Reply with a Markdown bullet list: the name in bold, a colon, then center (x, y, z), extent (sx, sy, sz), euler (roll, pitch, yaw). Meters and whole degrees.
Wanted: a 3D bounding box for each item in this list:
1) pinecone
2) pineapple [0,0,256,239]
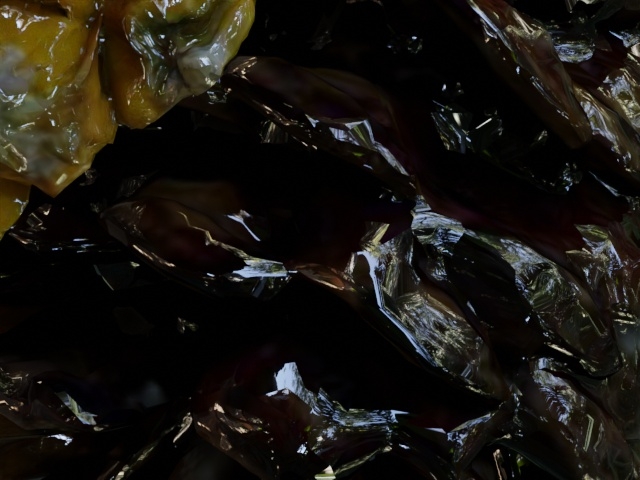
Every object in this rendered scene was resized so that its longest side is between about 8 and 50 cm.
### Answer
- **pinecone**: center (-0.007, 0.002, 0.589), extent (0.242, 0.298, 0.296), euler (9, 68, 11)
- **pineapple**: center (-0.060, -0.151, 0.397), extent (0.164, 0.140, 0.250), euler (44, 40, -39)
